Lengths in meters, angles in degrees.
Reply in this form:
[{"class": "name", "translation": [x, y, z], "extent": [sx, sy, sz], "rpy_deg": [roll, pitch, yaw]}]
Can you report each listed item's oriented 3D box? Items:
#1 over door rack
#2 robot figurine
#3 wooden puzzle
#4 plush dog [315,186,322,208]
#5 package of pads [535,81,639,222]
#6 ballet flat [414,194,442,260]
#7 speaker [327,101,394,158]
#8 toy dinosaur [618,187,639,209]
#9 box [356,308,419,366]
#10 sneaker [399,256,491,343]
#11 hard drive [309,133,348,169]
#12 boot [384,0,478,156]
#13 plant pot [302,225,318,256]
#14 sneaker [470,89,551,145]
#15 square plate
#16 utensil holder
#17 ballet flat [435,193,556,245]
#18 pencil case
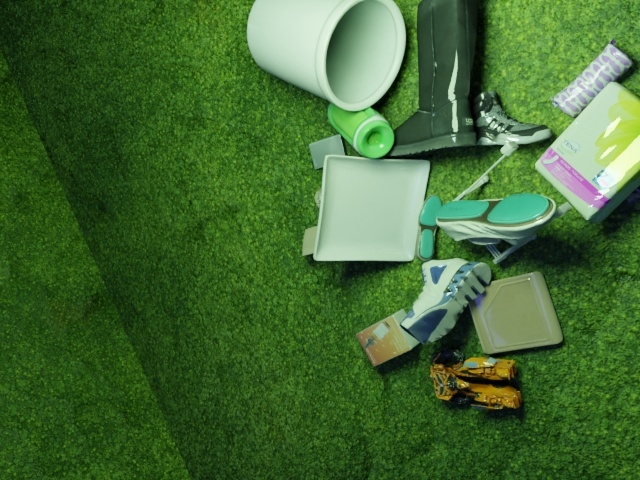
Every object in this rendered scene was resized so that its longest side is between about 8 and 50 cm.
[{"class": "over door rack", "translation": [0.537, -0.103, 1.599], "extent": [0.239, 0.108, 0.324], "rpy_deg": [54, 148, 13]}, {"class": "robot figurine", "translation": [0.476, 0.445, 1.785], "extent": [0.291, 0.085, 0.210], "rpy_deg": [-6, 104, 36]}, {"class": "wooden puzzle", "translation": [0.584, 0.221, 1.707], "extent": [0.239, 0.044, 0.220], "rpy_deg": [-18, 89, 30]}, {"class": "plush dog", "translation": [0.105, -0.094, 1.884], "extent": [0.263, 0.210, 0.225], "rpy_deg": [-29, 106, 34]}, {"class": "package of pads", "translation": [0.730, -0.227, 1.445], "extent": [0.296, 0.101, 0.229], "rpy_deg": [-53, 50, 28]}, {"class": "ballet flat", "translation": [0.336, -0.040, 1.793], "extent": [0.072, 0.068, 0.213], "rpy_deg": [11, 85, -8]}, {"class": "speaker", "translation": [0.120, -0.364, 1.761], "extent": [0.131, 0.131, 0.296], "rpy_deg": [-67, 29, 24]}, {"class": "toy dinosaur", "translation": [0.839, -0.124, 1.455], "extent": [0.268, 0.064, 0.118], "rpy_deg": [5, 117, 32]}, {"class": "box", "translation": [0.233, 0.333, 1.926], "extent": [0.171, 0.091, 0.130], "rpy_deg": [-35, 80, 33]}, {"class": "sneaker", "translation": [0.362, 0.165, 1.747], "extent": [0.315, 0.127, 0.182], "rpy_deg": [-43, 31, -5]}, {"class": "hard drive", "translation": [0.028, -0.311, 1.972], "extent": [0.135, 0.022, 0.094], "rpy_deg": [-12, 93, 35]}, {"class": "boot", "translation": [0.308, -0.480, 1.672], "extent": [0.367, 0.146, 0.444], "rpy_deg": [0, 94, 52]}, {"class": "plant pot", "translation": [0.000, 0.000, 2.010], "extent": [0.109, 0.109, 0.096], "rpy_deg": [-17, 78, 34]}, {"class": "sneaker", "translation": [0.514, -0.349, 1.595], "extent": [0.269, 0.101, 0.152], "rpy_deg": [6, 105, 35]}, {"class": "square plate", "translation": [0.158, -0.099, 1.788], "extent": [0.049, 0.348, 0.343], "rpy_deg": [-126, 40, -65]}, {"class": "utensil holder", "translation": [0.009, -0.606, 1.711], "extent": [0.386, 0.328, 0.327], "rpy_deg": [34, 117, 40]}, {"class": "ballet flat", "translation": [0.483, -0.047, 1.521], "extent": [0.400, 0.139, 0.139], "rpy_deg": [2, 102, 60]}, {"class": "pencil case", "translation": [0.708, -0.416, 1.472], "extent": [0.206, 0.086, 0.088], "rpy_deg": [-45, 46, 30]}]
